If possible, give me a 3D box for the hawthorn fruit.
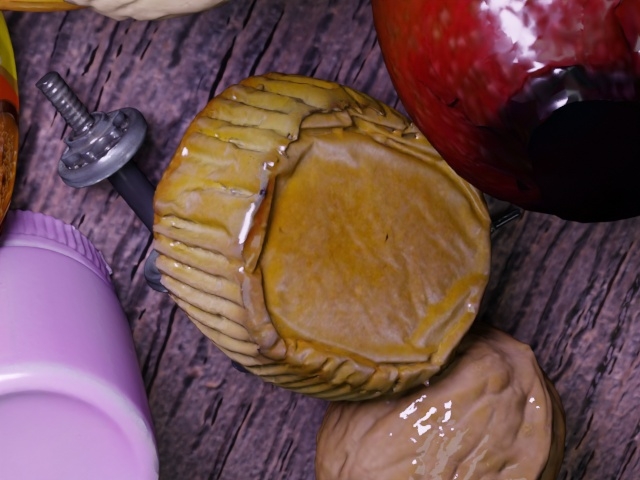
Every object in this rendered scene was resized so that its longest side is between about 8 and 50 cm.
[{"bbox_3d":[0.175,-0.162,1.307,0.316,0.316,0.316,-5,114,-11],"label":"hawthorn fruit"}]

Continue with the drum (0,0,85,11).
[{"bbox_3d":[-0.189,-0.368,1.184,0.431,0.214,0.431,-5,115,-12],"label":"drum"}]

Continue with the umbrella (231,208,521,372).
[{"bbox_3d":[0.051,0.049,1.517,0.269,0.044,0.044,-27,147,0],"label":"umbrella"}]

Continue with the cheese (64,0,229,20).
[{"bbox_3d":[-0.117,-0.238,1.081,0.214,0.117,0.226,11,116,-11],"label":"cheese"}]

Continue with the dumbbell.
[{"bbox_3d":[-0.135,-0.031,1.416,0.081,0.081,0.254,-35,118,3],"label":"dumbbell"}]

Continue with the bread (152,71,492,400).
[{"bbox_3d":[0.000,0.000,1.383,0.253,0.142,0.227,26,83,-37],"label":"bread"}]

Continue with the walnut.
[{"bbox_3d":[0.101,0.163,1.499,0.213,0.213,0.213,-5,114,-11],"label":"walnut"}]

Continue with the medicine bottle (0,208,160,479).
[{"bbox_3d":[-0.219,0.106,1.338,0.178,0.291,0.178,-5,113,-11],"label":"medicine bottle"}]

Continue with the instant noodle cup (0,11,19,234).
[{"bbox_3d":[-0.323,-0.078,1.276,0.174,0.213,0.213,3,114,11],"label":"instant noodle cup"}]
